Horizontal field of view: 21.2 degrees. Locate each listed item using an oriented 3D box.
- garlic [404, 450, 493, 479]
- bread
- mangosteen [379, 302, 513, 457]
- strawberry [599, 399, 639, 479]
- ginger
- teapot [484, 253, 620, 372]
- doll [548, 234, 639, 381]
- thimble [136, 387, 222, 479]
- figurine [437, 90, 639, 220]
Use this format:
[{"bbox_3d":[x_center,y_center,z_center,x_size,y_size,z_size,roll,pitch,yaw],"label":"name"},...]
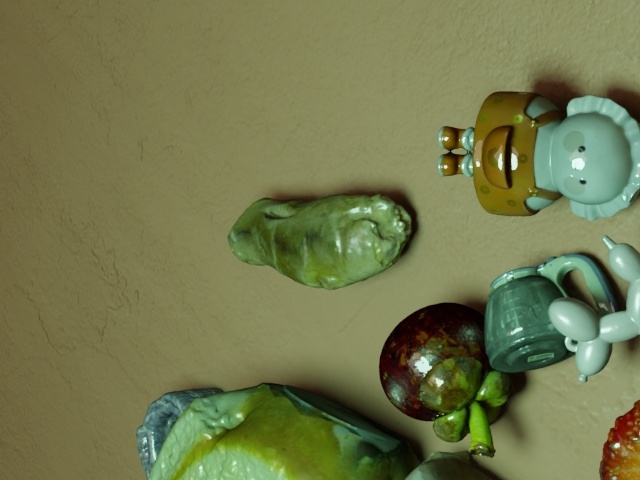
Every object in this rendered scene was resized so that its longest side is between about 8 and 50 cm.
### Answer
[{"bbox_3d":[0.181,0.343,1.934,0.148,0.128,0.266,-40,57,-9],"label":"garlic"},{"bbox_3d":[-0.045,0.307,2.137,0.395,0.239,0.264,24,103,39],"label":"bread"},{"bbox_3d":[0.159,0.154,1.972,0.181,0.156,0.146,35,107,37],"label":"mangosteen"},{"bbox_3d":[0.376,0.231,1.800,0.175,0.107,0.236,38,130,-8],"label":"strawberry"},{"bbox_3d":[0.000,0.000,2.137,0.263,0.109,0.116,3,114,46],"label":"ginger"},{"bbox_3d":[0.242,0.075,1.905,0.149,0.111,0.108,-40,55,46],"label":"teapot"},{"bbox_3d":[0.323,0.076,1.812,0.160,0.059,0.161,6,100,13],"label":"doll"},{"bbox_3d":[-0.174,0.280,2.354,0.150,0.097,0.150,6,99,44],"label":"thimble"},{"bbox_3d":[0.260,-0.092,1.864,0.271,0.143,0.143,1,97,12],"label":"figurine"}]
